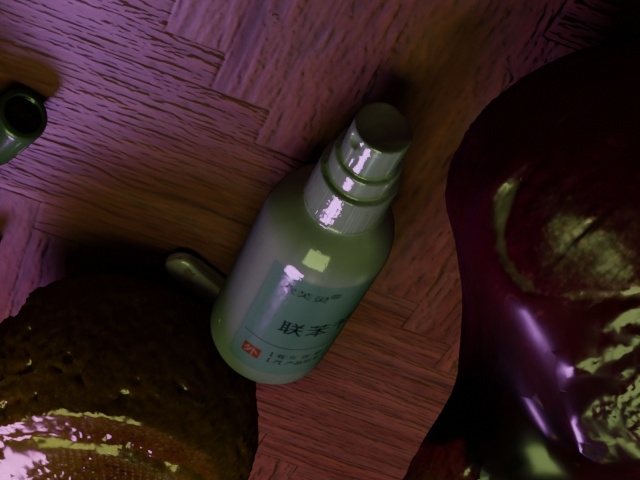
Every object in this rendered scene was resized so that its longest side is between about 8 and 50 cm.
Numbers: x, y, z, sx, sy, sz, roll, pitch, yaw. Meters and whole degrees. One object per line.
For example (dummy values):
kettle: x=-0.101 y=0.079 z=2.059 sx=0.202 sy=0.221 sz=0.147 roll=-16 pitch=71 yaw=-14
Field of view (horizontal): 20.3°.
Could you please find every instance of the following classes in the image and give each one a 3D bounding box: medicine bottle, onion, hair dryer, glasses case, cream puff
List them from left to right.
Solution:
hair dryer: x=-0.300 y=-0.121 z=1.456 sx=0.150 sy=0.047 sz=0.071 roll=36 pitch=143 yaw=-20
cream puff: x=-0.194 y=0.153 z=1.679 sx=0.303 sy=0.212 sz=0.303 roll=5 pitch=140 yaw=4
glasses case: x=-0.108 y=0.037 z=1.636 sx=0.032 sy=0.021 sz=0.083 roll=-13 pitch=139 yaw=40
medicine bottle: x=0.000 y=0.000 z=1.451 sx=0.110 sy=0.110 sz=0.352 roll=19 pitch=147 yaw=-7
onion: x=0.188 y=0.088 z=1.220 sx=0.420 sy=0.398 sz=0.398 roll=-36 pitch=130 yaw=10
